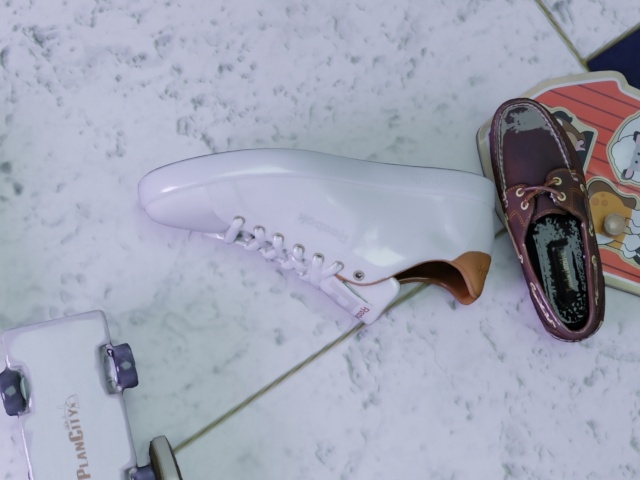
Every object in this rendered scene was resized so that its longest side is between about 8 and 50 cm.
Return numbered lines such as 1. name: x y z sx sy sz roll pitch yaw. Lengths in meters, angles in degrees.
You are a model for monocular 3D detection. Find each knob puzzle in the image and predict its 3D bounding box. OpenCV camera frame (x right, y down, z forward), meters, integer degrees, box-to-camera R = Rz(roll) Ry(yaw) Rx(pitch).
1. knob puzzle: 0.225 -0.060 1.304 0.213 0.030 0.213 2 78 -8

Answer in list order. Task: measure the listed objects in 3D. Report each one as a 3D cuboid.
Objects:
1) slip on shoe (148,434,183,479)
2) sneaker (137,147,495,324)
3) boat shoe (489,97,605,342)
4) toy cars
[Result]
1. slip on shoe: -0.120 0.218 1.182 0.041 0.051 0.135 -12 86 -4
2. sneaker: 0.000 0.000 1.216 0.290 0.106 0.123 4 75 -9
3. boat shoe: 0.187 -0.019 1.249 0.073 0.073 0.207 -18 85 9
4. toy cars: -0.266 0.091 1.167 0.394 0.087 0.176 37 78 -1
